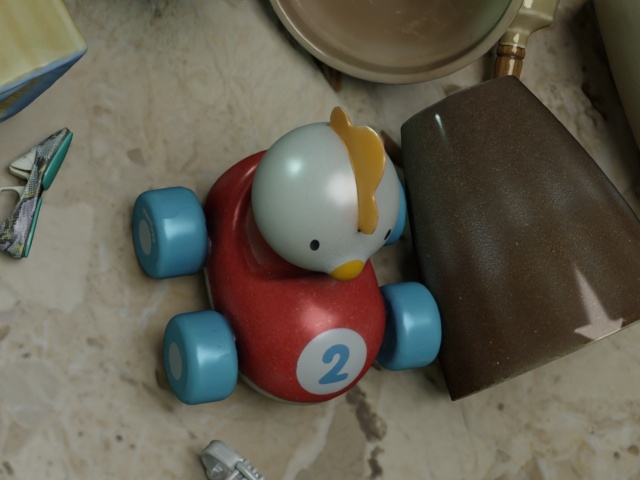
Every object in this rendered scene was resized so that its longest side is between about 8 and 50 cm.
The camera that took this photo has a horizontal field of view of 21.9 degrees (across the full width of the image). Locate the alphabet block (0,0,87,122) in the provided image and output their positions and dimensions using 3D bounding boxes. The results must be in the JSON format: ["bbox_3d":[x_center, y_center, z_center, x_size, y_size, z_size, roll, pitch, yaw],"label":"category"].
[{"bbox_3d":[-0.315,-0.161,1.192,0.193,0.192,0.197,-31,94,-29],"label":"alphabet block"}]

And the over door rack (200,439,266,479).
[{"bbox_3d":[-0.043,0.345,1.257,0.324,0.108,0.239,41,64,9],"label":"over door rack"}]

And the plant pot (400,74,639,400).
[{"bbox_3d":[0.162,-0.013,1.389,0.215,0.215,0.230,-21,85,-27],"label":"plant pot"}]

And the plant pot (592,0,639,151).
[{"bbox_3d":[0.392,-0.112,1.511,0.256,0.256,0.274,-16,104,-27],"label":"plant pot"}]

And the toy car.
[{"bbox_3d":[0.000,0.000,1.268,0.219,0.238,0.210,-7,71,-23],"label":"toy car"}]

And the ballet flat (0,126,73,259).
[{"bbox_3d":[-0.229,-0.042,1.296,0.041,0.041,0.114,25,70,-20],"label":"ballet flat"}]

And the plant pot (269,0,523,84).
[{"bbox_3d":[0.070,-0.260,1.414,0.237,0.237,0.110,53,22,-8],"label":"plant pot"}]

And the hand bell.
[{"bbox_3d":[0.168,-0.160,1.486,0.126,0.126,0.242,11,87,-24],"label":"hand bell"}]
